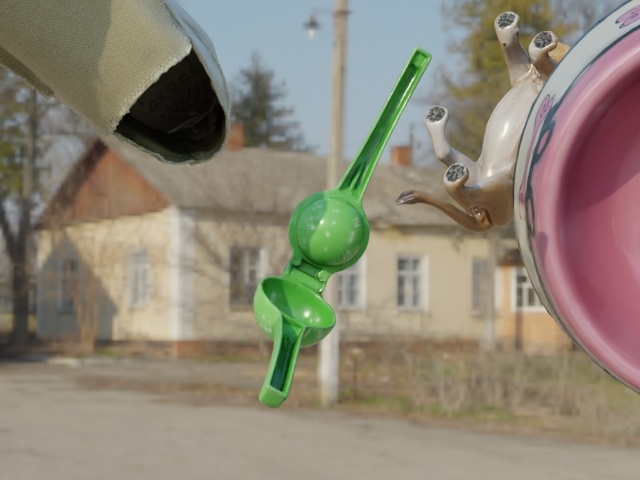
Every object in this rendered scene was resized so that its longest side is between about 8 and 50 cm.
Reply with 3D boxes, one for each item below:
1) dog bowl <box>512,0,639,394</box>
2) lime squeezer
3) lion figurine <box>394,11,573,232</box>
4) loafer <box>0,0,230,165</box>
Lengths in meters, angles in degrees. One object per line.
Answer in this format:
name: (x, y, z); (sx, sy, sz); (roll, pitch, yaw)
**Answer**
dog bowl: (0.362, -0.029, 1.092); (0.407, 0.408, 0.150); (0, 10, 15)
lime squeezer: (0.000, 0.000, 0.835); (0.058, 0.310, 0.110); (19, -39, 8)
lion figurine: (0.260, -0.132, 1.671); (0.142, 0.392, 0.240); (32, -15, 41)
loafer: (-0.126, -0.121, 0.733); (0.102, 0.092, 0.268); (-45, -31, 11)
